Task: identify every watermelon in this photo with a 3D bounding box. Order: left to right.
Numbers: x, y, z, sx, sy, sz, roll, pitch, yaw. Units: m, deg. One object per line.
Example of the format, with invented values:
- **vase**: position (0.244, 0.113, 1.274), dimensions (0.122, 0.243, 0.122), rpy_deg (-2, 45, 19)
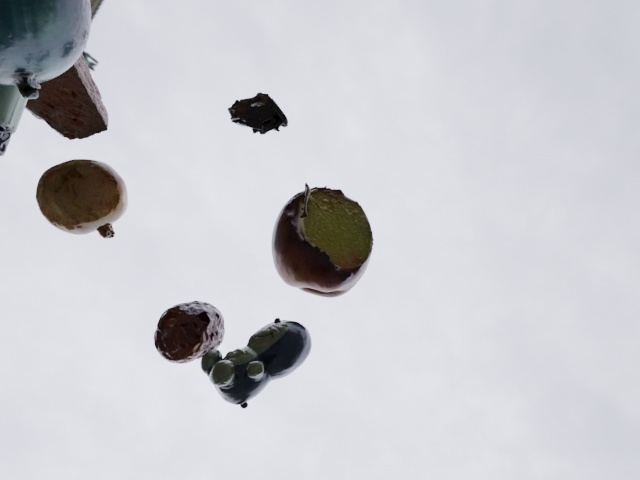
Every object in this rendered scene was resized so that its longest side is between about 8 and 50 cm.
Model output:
- **watermelon**: position (-0.681, -0.387, 1.077), dimensions (0.193, 0.139, 0.256), rpy_deg (-33, -73, 7)

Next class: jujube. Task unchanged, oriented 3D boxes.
- **jujube**: position (-0.376, 0.264, 1.178), dimensions (0.175, 0.250, 0.173), rpy_deg (-2, -96, 16)

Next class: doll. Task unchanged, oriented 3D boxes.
- **doll**: position (-0.371, -0.314, 0.432), dimensions (0.186, 0.199, 0.321), rpy_deg (-22, -75, -42)
- **doll**: position (-0.141, 0.278, 0.965), dimensions (0.259, 0.228, 0.153), rpy_deg (-35, -83, -27)

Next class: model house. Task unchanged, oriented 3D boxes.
- **model house**: position (-0.233, -0.432, 1.400), dimensions (0.164, 0.203, 0.141), rpy_deg (-35, -59, -11)

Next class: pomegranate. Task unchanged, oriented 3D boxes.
- **pomegranate**: position (-0.749, -0.126, 1.293), dimensions (0.229, 0.252, 0.270), rpy_deg (-12, -78, 32)

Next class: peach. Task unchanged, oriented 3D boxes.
- **peach**: position (-0.005, 0.021, 1.388), dimensions (0.336, 0.310, 0.405), rpy_deg (10, -130, -25)

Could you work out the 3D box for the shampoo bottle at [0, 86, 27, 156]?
- **shampoo bottle**: position (-0.463, -0.306, 0.568), dimensions (0.134, 0.078, 0.358), rpy_deg (17, -95, -10)
